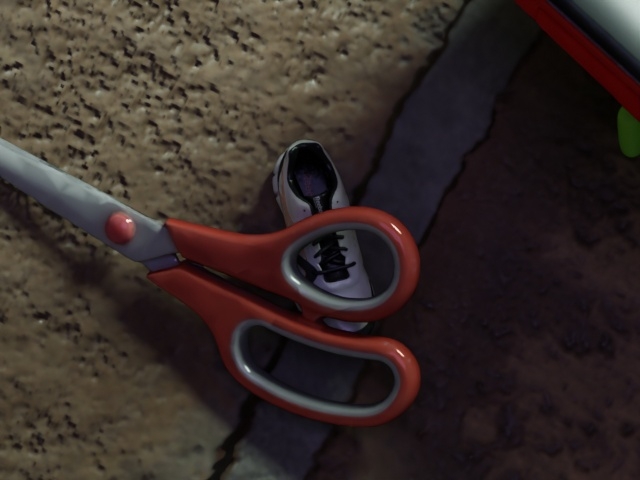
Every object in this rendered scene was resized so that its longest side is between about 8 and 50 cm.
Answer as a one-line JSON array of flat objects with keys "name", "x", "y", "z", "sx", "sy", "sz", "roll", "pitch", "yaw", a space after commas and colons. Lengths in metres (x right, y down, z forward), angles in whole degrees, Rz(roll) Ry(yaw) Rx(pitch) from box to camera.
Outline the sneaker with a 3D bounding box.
[{"name": "sneaker", "x": 0.000, "y": 0.000, "z": 0.827, "sx": 0.040, "sy": 0.044, "sz": 0.109, "roll": -17, "pitch": 77, "yaw": -8}]

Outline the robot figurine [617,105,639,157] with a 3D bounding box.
[{"name": "robot figurine", "x": 0.200, "y": -0.084, "z": 0.840, "sx": 0.115, "sy": 0.067, "sz": 0.101, "roll": -44, "pitch": 60, "yaw": -11}]

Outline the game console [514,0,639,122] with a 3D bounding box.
[{"name": "game console", "x": 0.299, "y": -0.145, "z": 0.815, "sx": 0.386, "sy": 0.060, "sz": 0.342, "roll": -38, "pitch": 79, "yaw": -27}]

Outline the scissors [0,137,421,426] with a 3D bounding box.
[{"name": "scissors", "x": -0.087, "y": 0.011, "z": 0.829, "sx": 0.297, "sy": 0.021, "sz": 0.109, "roll": 14, "pitch": 103, "yaw": 15}]
